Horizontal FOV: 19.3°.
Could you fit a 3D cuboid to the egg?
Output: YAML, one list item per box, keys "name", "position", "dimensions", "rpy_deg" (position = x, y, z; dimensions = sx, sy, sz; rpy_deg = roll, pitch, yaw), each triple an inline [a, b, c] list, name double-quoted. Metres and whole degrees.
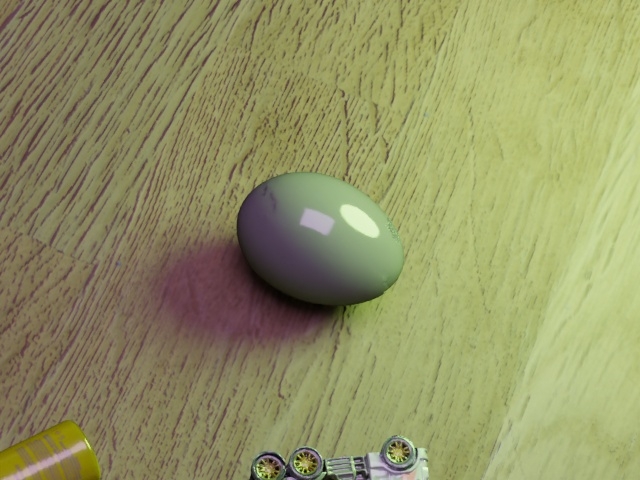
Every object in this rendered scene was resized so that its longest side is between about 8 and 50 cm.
- name: "egg"
  position: [0.000, 0.000, 2.156]
  dimensions: [0.199, 0.146, 0.146]
  rpy_deg: [27, 58, -1]

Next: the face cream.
- name: "face cream"
  position: [-0.365, 0.278, 1.962]
  dimensions: [0.273, 0.078, 0.078]
  rpy_deg: [-25, 66, -22]

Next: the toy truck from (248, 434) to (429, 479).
- name: "toy truck"
  position: [0.008, 0.286, 2.015]
  dimensions: [0.227, 0.098, 0.114]
  rpy_deg: [-6, 64, -11]
